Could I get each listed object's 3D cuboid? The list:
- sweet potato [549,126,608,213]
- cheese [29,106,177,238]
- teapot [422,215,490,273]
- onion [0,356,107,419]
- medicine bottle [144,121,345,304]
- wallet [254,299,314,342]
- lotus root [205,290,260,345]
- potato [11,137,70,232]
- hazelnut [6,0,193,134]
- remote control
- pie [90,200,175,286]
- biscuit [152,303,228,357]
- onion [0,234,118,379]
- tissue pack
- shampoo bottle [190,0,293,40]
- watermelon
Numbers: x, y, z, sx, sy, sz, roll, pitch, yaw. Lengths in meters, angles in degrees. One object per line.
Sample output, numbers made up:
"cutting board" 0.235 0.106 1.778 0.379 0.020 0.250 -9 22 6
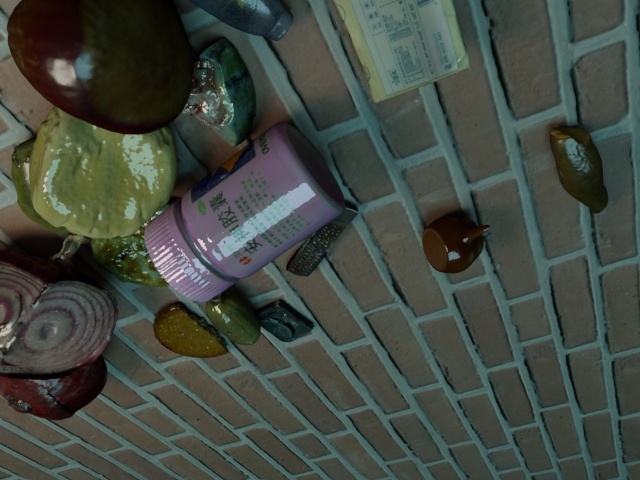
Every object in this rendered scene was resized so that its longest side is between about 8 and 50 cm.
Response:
"sweet potato" 0.465 -0.109 1.077 0.077 0.077 0.243 -26 131 21
"cheese" -0.330 -0.112 0.952 0.214 0.117 0.225 16 111 -36
"teapot" 0.259 0.004 1.169 0.116 0.116 0.173 9 162 -13
"onion" -0.596 0.288 1.331 0.247 0.190 0.246 11 139 10
"medicine bottle" -0.123 -0.042 0.997 0.291 0.178 0.178 -33 130 15
"wallet" -0.085 0.187 1.380 0.088 0.026 0.129 -30 131 24
"lotus root" -0.191 0.159 1.295 0.090 0.077 0.183 22 156 37
"potato" -0.456 -0.087 1.023 0.105 0.085 0.188 -4 132 -8
"hazelnut" -0.276 -0.243 0.797 0.230 0.229 0.229 -2 136 -2
"remote control" 0.000 0.000 1.191 0.059 0.028 0.212 16 133 -25
"pie" -0.318 0.009 1.156 0.241 0.054 0.240 -1 137 -1
"biscuit" -0.306 0.213 1.391 0.126 0.025 0.206 -21 133 16
"onion" -0.538 0.126 1.148 0.231 0.272 0.256 21 150 32
"tissue pack" 0.106 -0.302 0.833 0.149 0.092 0.196 -18 134 13
"shampoo bottle" -0.141 -0.343 0.800 0.234 0.049 0.087 28 130 -30
"watermelon" -0.172 -0.207 0.933 0.140 0.071 0.187 -3 137 5
